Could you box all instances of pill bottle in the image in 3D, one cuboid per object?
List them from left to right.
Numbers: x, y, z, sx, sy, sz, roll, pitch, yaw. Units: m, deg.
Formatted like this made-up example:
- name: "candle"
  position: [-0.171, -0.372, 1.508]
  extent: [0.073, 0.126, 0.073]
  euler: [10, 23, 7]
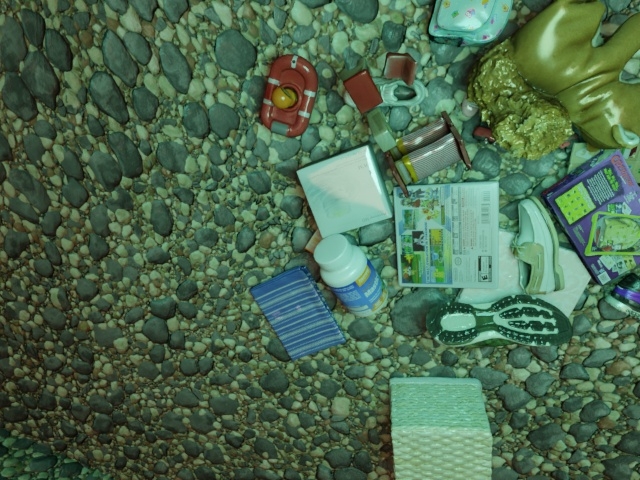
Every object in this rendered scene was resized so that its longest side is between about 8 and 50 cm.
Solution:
- name: "pill bottle"
  position: [0.093, 0.108, 1.250]
  extent: [0.153, 0.152, 0.272]
  euler: [-23, 130, 17]

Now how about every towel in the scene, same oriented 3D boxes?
- name: "towel"
  position: [-0.084, 0.270, 1.455]
  extent: [0.244, 0.040, 0.335]
  euler: [-25, 103, 19]
- name: "towel"
  position: [0.632, 0.142, 1.263]
  extent: [0.332, 0.053, 0.316]
  euler: [19, 111, 4]

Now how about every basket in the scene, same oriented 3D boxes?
- name: "basket"
  position: [0.409, 0.681, 1.381]
  extent: [0.332, 0.266, 0.327]
  euler: [-4, 107, 11]

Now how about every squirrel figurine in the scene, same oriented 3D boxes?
- name: "squirrel figurine"
  position: [0.570, -0.343, 0.946]
  extent: [0.397, 0.281, 0.370]
  euler: [-35, 96, 8]

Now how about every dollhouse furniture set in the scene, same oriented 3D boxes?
- name: "dollhouse furniture set"
  position: [0.229, -0.308, 1.043]
  extent: [0.202, 0.152, 0.374]
  euler: [-26, 136, 19]

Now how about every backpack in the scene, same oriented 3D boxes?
- name: "backpack"
  position: [0.382, -0.581, 1.015]
  extent: [0.189, 0.144, 0.165]
  euler: [14, 105, 3]

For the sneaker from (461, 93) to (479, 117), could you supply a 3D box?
- name: "sneaker"
  position: [0.433, -0.404, 1.103]
  extent: [0.051, 0.070, 0.134]
  euler: [22, 112, 1]

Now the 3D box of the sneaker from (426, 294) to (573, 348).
- name: "sneaker"
  position: [0.541, 0.270, 1.249]
  extent: [0.411, 0.157, 0.182]
  euler: [-2, 151, 15]

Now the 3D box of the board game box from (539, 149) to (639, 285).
- name: "board game box"
  position: [0.782, -0.056, 1.104]
  extent: [0.208, 0.056, 0.346]
  euler: [-35, 109, 16]

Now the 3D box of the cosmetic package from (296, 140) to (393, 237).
- name: "cosmetic package"
  position: [0.080, -0.154, 1.224]
  extent: [0.224, 0.138, 0.224]
  euler: [-17, 106, 16]

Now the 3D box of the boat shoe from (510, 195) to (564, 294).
- name: "boat shoe"
  position: [0.603, 0.025, 1.141]
  extent: [0.104, 0.113, 0.302]
  euler: [-20, 105, 10]

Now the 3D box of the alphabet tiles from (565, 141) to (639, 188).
- name: "alphabet tiles"
  position: [0.841, -0.190, 1.086]
  extent: [0.343, 0.011, 0.284]
  euler: [-3, 120, 3]

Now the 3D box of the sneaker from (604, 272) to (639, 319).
- name: "sneaker"
  position: [1.020, 0.179, 1.172]
  extent: [0.294, 0.102, 0.146]
  euler: [20, 111, 4]

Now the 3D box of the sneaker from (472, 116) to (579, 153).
- name: "sneaker"
  position: [0.567, -0.314, 1.092]
  extent: [0.277, 0.097, 0.134]
  euler: [11, 110, 7]

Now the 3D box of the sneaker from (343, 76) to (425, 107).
- name: "sneaker"
  position: [0.177, -0.416, 1.124]
  extent: [0.233, 0.115, 0.090]
  euler: [-2, 108, 12]

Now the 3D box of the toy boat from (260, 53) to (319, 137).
- name: "toy boat"
  position: [-0.097, -0.414, 1.159]
  extent: [0.151, 0.151, 0.230]
  euler: [19, 111, 4]

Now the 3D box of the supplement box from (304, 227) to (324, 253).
- name: "supplement box"
  position: [0.000, 0.000, 1.345]
  extent: [0.062, 0.036, 0.098]
  euler: [34, 112, -1]

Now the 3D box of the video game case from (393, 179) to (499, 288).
- name: "video game case"
  position: [0.384, -0.012, 1.234]
  extent: [0.300, 0.036, 0.328]
  euler: [-1, 105, 20]
